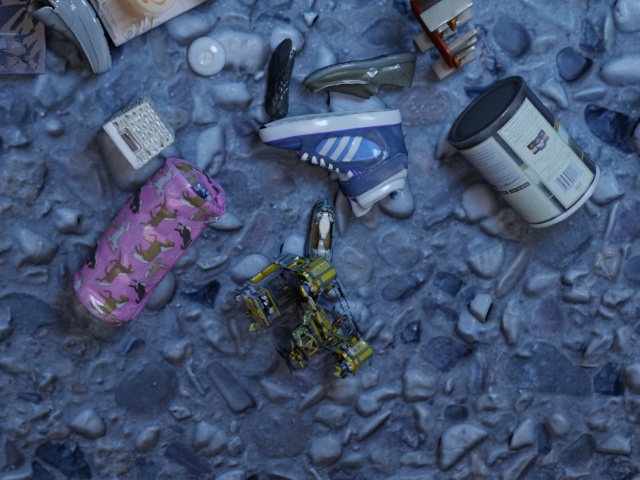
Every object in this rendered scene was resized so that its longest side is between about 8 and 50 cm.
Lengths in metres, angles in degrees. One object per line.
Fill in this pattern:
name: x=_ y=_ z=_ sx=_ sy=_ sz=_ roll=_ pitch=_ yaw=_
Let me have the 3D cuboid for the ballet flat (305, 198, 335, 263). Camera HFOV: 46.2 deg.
ballet flat: x=0.000 y=0.000 z=1.726 sx=0.070 sy=0.070 sz=0.189 roll=-1 pitch=109 yaw=-6

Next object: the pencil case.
pencil case: x=-0.375 y=0.004 z=1.641 sx=0.386 sy=0.167 sz=0.160 roll=-48 pitch=139 yaw=10

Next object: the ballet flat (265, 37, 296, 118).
ballet flat: x=-0.082 y=-0.349 z=1.618 sx=0.049 sy=0.057 sz=0.173 roll=-6 pitch=116 yaw=-47

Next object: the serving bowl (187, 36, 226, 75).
serving bowl: x=-0.241 y=-0.389 z=1.590 sx=0.083 sy=0.027 sz=0.083 roll=-2 pitch=109 yaw=-6

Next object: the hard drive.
hard drive: x=-0.640 y=-0.464 z=1.508 sx=0.171 sy=0.054 sz=0.255 roll=-2 pitch=108 yaw=-6

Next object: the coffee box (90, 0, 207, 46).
coffee box: x=-0.329 y=-0.509 z=1.503 sx=0.246 sy=0.098 sz=0.141 roll=-26 pitch=109 yaw=3

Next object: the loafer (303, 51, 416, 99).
loafer: x=0.089 y=-0.342 z=1.606 sx=0.251 sy=0.094 sz=0.088 roll=-11 pitch=105 yaw=-3

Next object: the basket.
basket: x=-0.372 y=-0.229 z=1.560 sx=0.103 sy=0.167 sz=0.113 roll=-35 pitch=109 yaw=-1

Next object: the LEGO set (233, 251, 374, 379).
LEGO set: x=-0.051 y=0.190 z=1.681 sx=0.192 sy=0.255 sz=0.331 roll=-35 pitch=123 yaw=-22

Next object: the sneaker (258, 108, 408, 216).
sneaker: x=0.037 y=-0.157 z=1.641 sx=0.322 sy=0.130 sz=0.236 roll=-8 pitch=105 yaw=-10

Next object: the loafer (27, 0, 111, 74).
loafer: x=-0.517 y=-0.460 z=1.465 sx=0.111 sy=0.112 sz=0.320 roll=-36 pitch=125 yaw=-17

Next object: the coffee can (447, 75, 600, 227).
coffee can: x=0.443 y=-0.190 z=1.639 sx=0.201 sy=0.201 sz=0.275 roll=-44 pitch=108 yaw=9

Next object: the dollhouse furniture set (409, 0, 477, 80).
dollhouse furniture set: x=0.195 y=-0.463 z=1.510 sx=0.135 sy=0.262 sz=0.259 roll=-31 pitch=76 yaw=7
